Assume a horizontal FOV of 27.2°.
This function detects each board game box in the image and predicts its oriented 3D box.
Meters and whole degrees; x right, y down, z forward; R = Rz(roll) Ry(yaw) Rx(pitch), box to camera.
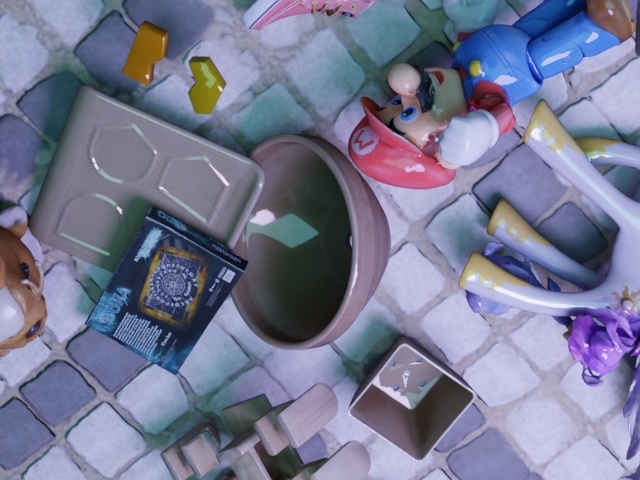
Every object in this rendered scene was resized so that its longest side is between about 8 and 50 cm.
[{"bbox_3d":[-0.179,0.060,1.518,0.126,0.026,0.186,31,124,-7],"label":"board game box"}]

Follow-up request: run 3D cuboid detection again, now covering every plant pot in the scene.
[{"bbox_3d":[0.000,0.000,1.471,0.110,0.237,0.237,-3,111,-40],"label":"plant pot"},{"bbox_3d":[0.104,0.173,1.553,0.109,0.096,0.109,35,104,-10],"label":"plant pot"}]

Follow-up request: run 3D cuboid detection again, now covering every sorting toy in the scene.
[{"bbox_3d":[-0.179,-0.084,1.479,0.229,0.041,0.307,26,120,-3],"label":"sorting toy"}]

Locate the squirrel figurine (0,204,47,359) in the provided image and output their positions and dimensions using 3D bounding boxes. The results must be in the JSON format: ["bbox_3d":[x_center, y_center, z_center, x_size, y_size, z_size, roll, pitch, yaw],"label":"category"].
[{"bbox_3d":[-0.479,-0.006,1.406,0.397,0.370,0.281,27,94,29],"label":"squirrel figurine"}]

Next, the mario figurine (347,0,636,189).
[{"bbox_3d":[0.158,-0.183,1.379,0.320,0.198,0.170,-37,90,3],"label":"mario figurine"}]

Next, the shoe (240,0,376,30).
[{"bbox_3d":[0.004,-0.266,1.442,0.178,0.063,0.081,-36,98,6],"label":"shoe"}]

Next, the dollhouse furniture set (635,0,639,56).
[{"bbox_3d":[0.555,-0.232,1.262,0.362,0.256,0.394,21,139,-8],"label":"dollhouse furniture set"}]

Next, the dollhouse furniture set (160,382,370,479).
[{"bbox_3d":[-0.020,0.284,1.552,0.212,0.161,0.242,-25,96,41],"label":"dollhouse furniture set"}]

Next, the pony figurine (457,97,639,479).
[{"bbox_3d":[0.347,0.059,1.454,0.364,0.303,0.351,24,97,9],"label":"pony figurine"}]
